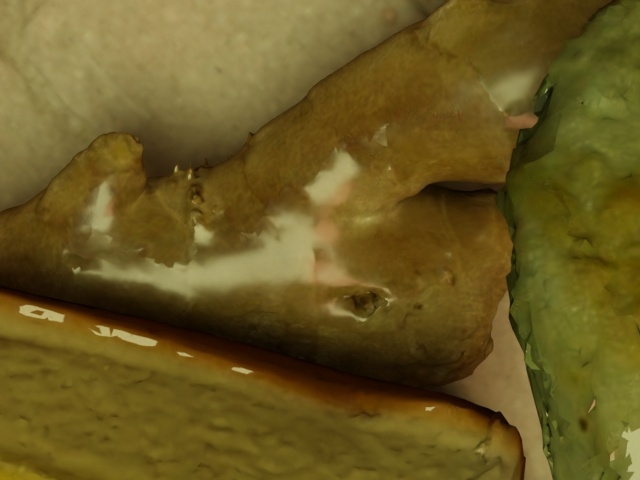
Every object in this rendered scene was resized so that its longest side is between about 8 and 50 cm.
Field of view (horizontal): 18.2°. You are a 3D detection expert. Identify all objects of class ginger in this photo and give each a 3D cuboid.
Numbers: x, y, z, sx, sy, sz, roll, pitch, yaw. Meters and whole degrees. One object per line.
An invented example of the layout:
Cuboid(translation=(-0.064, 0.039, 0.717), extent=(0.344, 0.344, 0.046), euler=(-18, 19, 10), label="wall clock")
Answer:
Cuboid(translation=(0.004, -0.003, 0.921), extent=(0.348, 0.122, 0.363), euler=(18, 124, -9), label="ginger")

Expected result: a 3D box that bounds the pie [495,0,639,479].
Cuboid(translation=(0.280, -0.033, 0.710), extent=(0.395, 0.418, 0.180), euler=(15, 153, 23), label="pie")

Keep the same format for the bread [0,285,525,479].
Cuboid(translation=(-0.085, 0.179, 0.924), extent=(0.333, 0.143, 0.323), euler=(15, 135, 6), label="bread")
